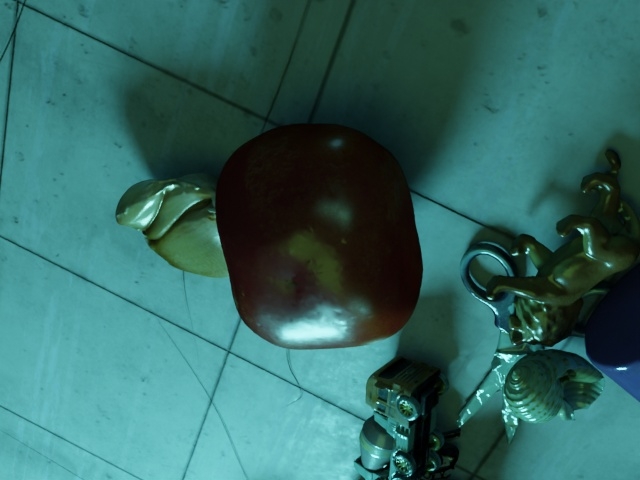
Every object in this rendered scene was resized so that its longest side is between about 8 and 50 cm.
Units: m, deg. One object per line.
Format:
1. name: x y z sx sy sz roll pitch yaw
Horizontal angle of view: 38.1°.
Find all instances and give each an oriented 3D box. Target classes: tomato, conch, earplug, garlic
1. tomato: 0.000 0.000 1.314 0.293 0.290 0.325 4 119 21
2. conch: 0.347 0.213 1.395 0.135 0.153 0.102 -43 56 29
3. earplug: 0.590 0.227 1.279 0.456 0.215 0.215 42 129 -13
4. garlic: -0.192 -0.032 1.497 0.228 0.110 0.217 -14 129 44

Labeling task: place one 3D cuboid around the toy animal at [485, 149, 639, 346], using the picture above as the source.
1. toy animal: 0.352 0.038 1.302 0.157 0.097 0.312 35 122 -13

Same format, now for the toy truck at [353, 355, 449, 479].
1. toy truck: 0.128 0.320 1.579 0.140 0.108 0.257 20 122 35

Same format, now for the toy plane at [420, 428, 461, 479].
1. toy plane: 0.175 0.389 1.669 0.197 0.053 0.078 -17 107 31

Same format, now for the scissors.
1. scissors: 0.305 0.184 1.477 0.256 0.029 0.383 21 129 9
